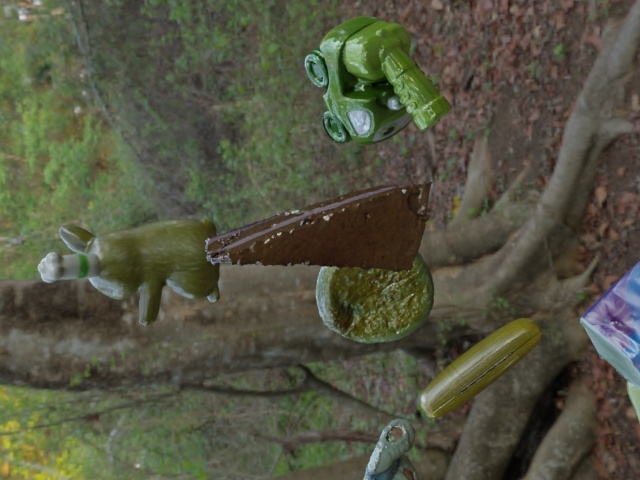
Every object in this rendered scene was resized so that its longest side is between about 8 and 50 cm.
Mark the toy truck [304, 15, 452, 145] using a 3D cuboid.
[{"bbox_3d":[0.086,-0.239,1.101,0.187,0.148,0.210,62,159,-12],"label":"toy truck"}]

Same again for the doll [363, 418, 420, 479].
[{"bbox_3d":[0.083,0.323,0.908,0.103,0.071,0.214,-7,-79,-56],"label":"doll"}]

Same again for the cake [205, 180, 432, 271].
[{"bbox_3d":[0.000,0.000,0.956,0.116,0.295,0.113,-158,59,-70],"label":"cake"}]

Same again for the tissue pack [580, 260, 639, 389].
[{"bbox_3d":[0.617,0.122,1.332,0.146,0.263,0.198,46,-179,41],"label":"tissue pack"}]

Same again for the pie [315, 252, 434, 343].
[{"bbox_3d":[0.123,0.108,1.719,0.078,0.277,0.277,-116,21,-73],"label":"pie"}]

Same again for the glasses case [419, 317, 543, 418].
[{"bbox_3d":[0.261,0.208,1.233,0.064,0.234,0.079,52,-177,-1],"label":"glasses case"}]

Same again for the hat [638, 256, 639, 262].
[{"bbox_3d":[0.725,0.058,1.566,0.050,0.121,0.121,114,149,-65],"label":"hat"}]

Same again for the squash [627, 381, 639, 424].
[{"bbox_3d":[0.723,0.390,1.626,0.083,0.083,0.250,94,178,-51],"label":"squash"}]

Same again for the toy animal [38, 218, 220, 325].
[{"bbox_3d":[-0.383,0.055,1.526,0.181,0.363,0.180,-132,41,-51],"label":"toy animal"}]
